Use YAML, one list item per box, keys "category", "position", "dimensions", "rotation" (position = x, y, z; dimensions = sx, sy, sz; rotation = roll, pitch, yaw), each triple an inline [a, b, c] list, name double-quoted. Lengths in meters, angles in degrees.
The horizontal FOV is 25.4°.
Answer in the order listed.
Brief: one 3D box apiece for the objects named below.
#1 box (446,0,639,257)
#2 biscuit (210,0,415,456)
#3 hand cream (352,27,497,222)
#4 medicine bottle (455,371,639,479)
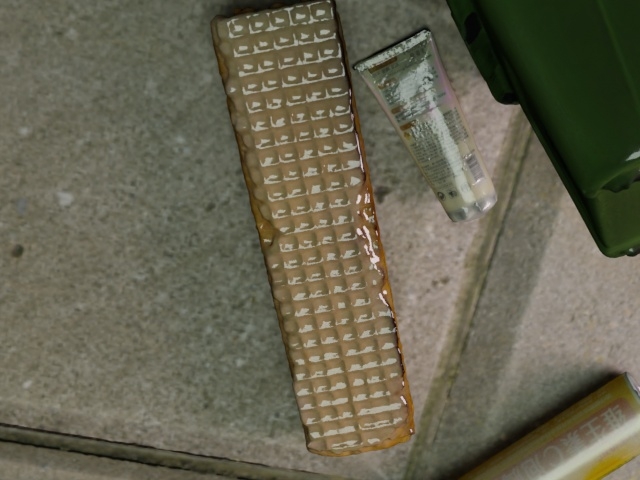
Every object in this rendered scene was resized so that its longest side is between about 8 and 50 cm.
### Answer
- category: "box"
  position: [0.228, -0.116, 0.840]
  dimensions: [0.253, 0.329, 0.177]
  rotation: [-26, 78, 9]
- category: "biscuit"
  position: [0.000, 0.000, 1.045]
  dimensions: [0.094, 0.054, 0.378]
  rotation: [-11, 118, 4]
- category: "hand cream"
  position: [0.081, -0.078, 1.025]
  dimensions: [0.061, 0.039, 0.143]
  rotation: [-23, 107, 16]
- category: "medicine bottle"
  position: [0.173, 0.189, 1.145]
  dimensions: [0.218, 0.074, 0.074]
  rotation: [-35, 114, 12]
